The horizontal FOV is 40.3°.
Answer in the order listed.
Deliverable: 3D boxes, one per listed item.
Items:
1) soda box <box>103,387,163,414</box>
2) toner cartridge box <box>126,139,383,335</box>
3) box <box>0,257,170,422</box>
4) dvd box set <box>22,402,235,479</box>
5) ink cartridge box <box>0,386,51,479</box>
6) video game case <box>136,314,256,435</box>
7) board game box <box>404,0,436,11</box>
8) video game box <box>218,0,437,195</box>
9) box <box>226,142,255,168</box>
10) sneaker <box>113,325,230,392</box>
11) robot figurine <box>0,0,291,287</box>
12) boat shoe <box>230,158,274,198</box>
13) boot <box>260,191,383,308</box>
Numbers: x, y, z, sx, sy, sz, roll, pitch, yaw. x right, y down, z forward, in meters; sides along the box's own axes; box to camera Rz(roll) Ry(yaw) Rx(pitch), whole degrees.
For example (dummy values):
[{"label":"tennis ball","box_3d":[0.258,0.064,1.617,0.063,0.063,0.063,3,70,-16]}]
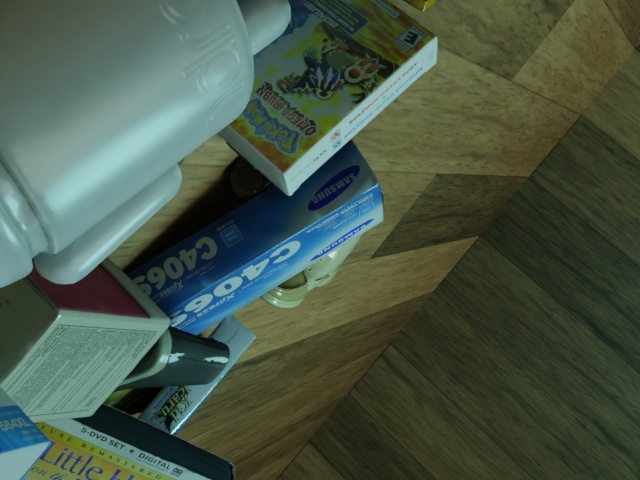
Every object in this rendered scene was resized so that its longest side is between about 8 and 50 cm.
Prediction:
[{"label":"soda box","box_3d":[-0.300,0.216,1.256,0.061,0.058,0.181,-50,163,7]},{"label":"toner cartridge box","box_3d":[-0.083,0.012,1.155,0.348,0.075,0.165,-32,165,-3]},{"label":"box","box_3d":[-0.284,0.090,0.883,0.148,0.127,0.232,-49,164,4]},{"label":"dvd box set","box_3d":[-0.356,0.404,1.183,0.420,0.308,0.062,-51,-157,17]},{"label":"ink cartridge box","box_3d":[-0.353,0.154,0.727,0.148,0.203,0.086,-49,166,6]},{"label":"video game case","box_3d":[-0.219,0.248,1.356,0.244,0.061,0.269,-51,-179,-24]},{"label":"board game box","box_3d":[0.044,-0.293,0.726,0.048,0.170,0.141,-49,166,-29]},{"label":"video game box","box_3d":[-0.034,-0.168,0.774,0.187,0.205,0.048,-44,160,-11]},{"label":"box","box_3d":[-0.015,-0.210,0.979,0.183,0.059,0.232,-37,160,-30]},{"label":"sneaker","box_3d":[-0.221,0.157,1.076,0.222,0.083,0.118,-13,156,40]},{"label":"robot figurine","box_3d":[-0.185,-0.104,0.549,0.353,0.200,0.299,-41,135,-21]},{"label":"boat shoe","box_3d":[-0.038,-0.121,1.140,0.190,0.068,0.072,-33,174,-8]},{"label":"boot","box_3d":[0.000,0.000,1.437,0.203,0.095,0.262,-54,164,25]}]
